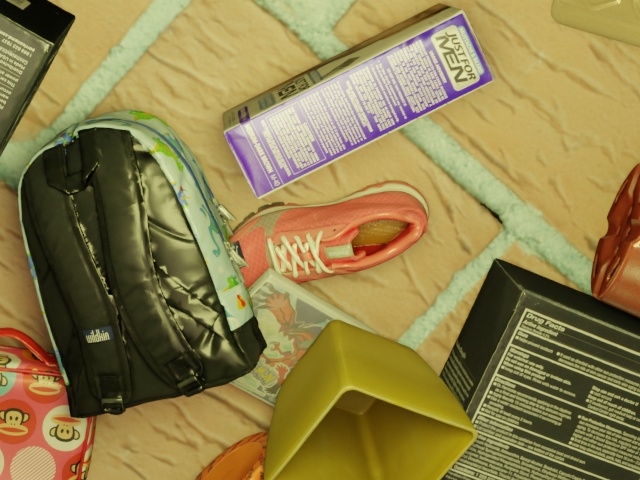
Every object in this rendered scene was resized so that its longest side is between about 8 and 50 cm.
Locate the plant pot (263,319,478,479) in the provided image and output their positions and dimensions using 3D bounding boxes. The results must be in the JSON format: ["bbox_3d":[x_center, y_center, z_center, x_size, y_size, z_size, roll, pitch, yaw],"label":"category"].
[{"bbox_3d":[0.052,0.233,1.872,0.212,0.187,0.212,22,121,-25],"label":"plant pot"}]

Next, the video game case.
[{"bbox_3d":[-0.052,0.146,1.919,0.201,0.023,0.183,32,115,-29],"label":"video game case"}]

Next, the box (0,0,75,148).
[{"bbox_3d":[-0.458,-0.168,1.693,0.179,0.343,0.312,30,100,-12],"label":"box"}]

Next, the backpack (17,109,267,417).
[{"bbox_3d":[-0.246,0.010,1.797,0.290,0.273,0.355,-18,110,21],"label":"backpack"}]

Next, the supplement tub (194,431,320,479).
[{"bbox_3d":[-0.029,0.447,1.953,0.207,0.207,0.338,-36,104,4],"label":"supplement tub"}]

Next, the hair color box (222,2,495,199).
[{"bbox_3d":[0.042,-0.187,1.813,0.339,0.185,0.110,-25,103,1],"label":"hair color box"}]

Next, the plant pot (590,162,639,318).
[{"bbox_3d":[0.526,0.027,1.883,0.265,0.272,0.272,19,102,-2],"label":"plant pot"}]

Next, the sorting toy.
[{"bbox_3d":[0.424,-0.367,1.842,0.193,0.038,0.208,21,106,25],"label":"sorting toy"}]

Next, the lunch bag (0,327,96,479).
[{"bbox_3d":[-0.456,0.242,1.909,0.293,0.120,0.258,10,102,-7],"label":"lunch bag"}]

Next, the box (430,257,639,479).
[{"bbox_3d":[0.331,0.223,1.942,0.296,0.183,0.294,22,102,-12],"label":"box"}]

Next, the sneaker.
[{"bbox_3d":[0.000,-0.001,1.881,0.314,0.136,0.116,-19,104,0],"label":"sneaker"}]
